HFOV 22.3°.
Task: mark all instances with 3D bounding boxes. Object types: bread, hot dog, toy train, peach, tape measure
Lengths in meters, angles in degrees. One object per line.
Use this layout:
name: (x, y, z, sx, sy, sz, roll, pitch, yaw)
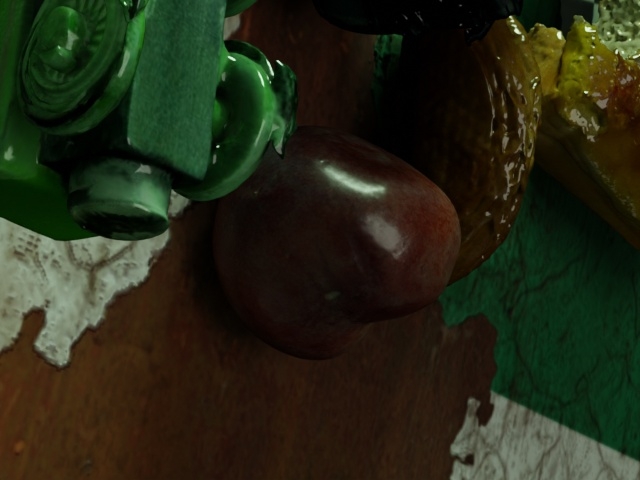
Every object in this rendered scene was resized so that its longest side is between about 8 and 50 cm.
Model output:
bread: (0.290, -0.087, 1.340, 0.380, 0.109, 0.185, 34, 72, -44)
hot dog: (0.095, -0.072, 1.156, 0.160, 0.099, 0.227, -144, -116, -84)
toy train: (-0.115, -0.115, 0.817, 0.132, 0.188, 0.243, 24, 64, -46)
peach: (0.000, 0.000, 1.027, 0.152, 0.152, 0.152, -3, 94, -52)
tape measure: (0.072, -0.210, 1.070, 0.199, 0.186, 0.112, -51, 134, -43)

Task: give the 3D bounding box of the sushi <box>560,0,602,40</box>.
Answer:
sushi: (0.272, -0.245, 1.427, 0.320, 0.068, 0.340, -19, 109, -45)
